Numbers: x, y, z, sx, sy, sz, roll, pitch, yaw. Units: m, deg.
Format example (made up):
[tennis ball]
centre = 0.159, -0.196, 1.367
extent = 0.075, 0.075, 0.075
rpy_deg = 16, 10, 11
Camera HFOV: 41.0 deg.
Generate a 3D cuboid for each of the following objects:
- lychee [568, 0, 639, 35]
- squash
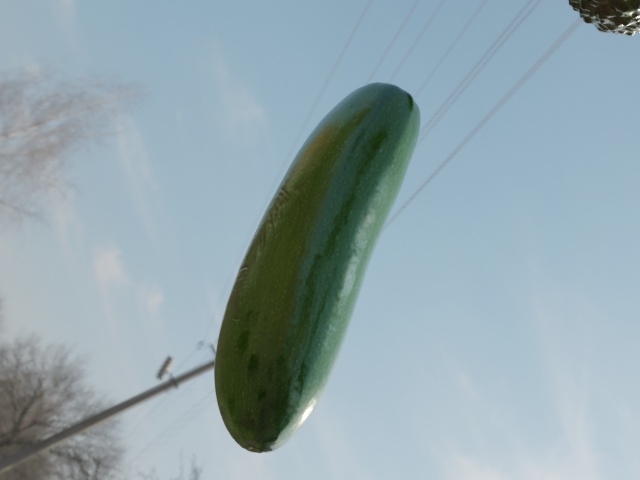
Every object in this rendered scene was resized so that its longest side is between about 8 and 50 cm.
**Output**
[lychee]
centre = 0.311, -0.297, 0.880
extent = 0.171, 0.171, 0.171
rpy_deg = 43, -34, 39
[squash]
centre = -0.002, -0.001, 0.575
extent = 0.082, 0.293, 0.082
rpy_deg = 17, -29, 10
